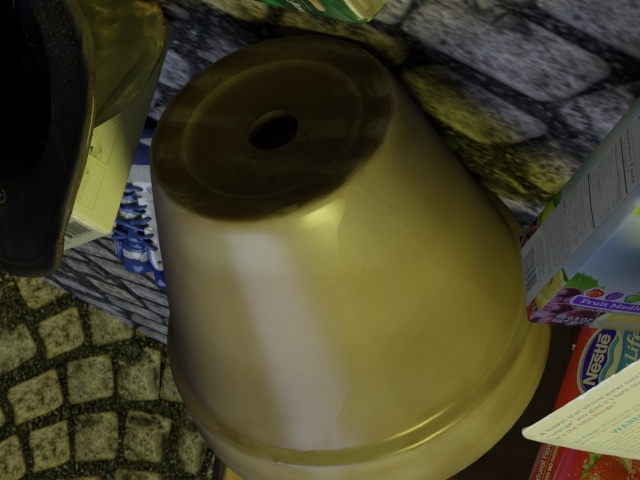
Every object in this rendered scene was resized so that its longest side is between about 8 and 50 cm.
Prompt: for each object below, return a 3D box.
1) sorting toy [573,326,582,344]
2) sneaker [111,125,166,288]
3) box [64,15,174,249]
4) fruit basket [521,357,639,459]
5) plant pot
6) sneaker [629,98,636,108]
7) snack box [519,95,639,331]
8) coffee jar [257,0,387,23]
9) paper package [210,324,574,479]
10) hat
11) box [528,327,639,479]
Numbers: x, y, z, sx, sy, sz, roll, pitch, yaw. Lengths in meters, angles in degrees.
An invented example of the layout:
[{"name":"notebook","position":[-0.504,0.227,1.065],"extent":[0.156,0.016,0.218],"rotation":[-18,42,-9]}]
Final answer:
[{"name":"sorting toy","position":[0.338,0.150,1.392],"extent":[0.041,0.229,0.307],"rotation":[-18,-168,-34]},{"name":"sneaker","position":[-0.179,-0.030,1.660],"extent":[0.112,0.131,0.296],"rotation":[18,165,29]},{"name":"box","position":[-0.211,-0.103,1.218],"extent":[0.103,0.203,0.114],"rotation":[32,149,-33]},{"name":"fruit basket","position":[0.345,0.061,0.886],"extent":[0.353,0.165,0.327],"rotation":[20,138,-34]},{"name":"plant pot","position":[0.000,0.000,1.200],"extent":[0.323,0.323,0.280],"rotation":[15,148,30]},{"name":"sneaker","position":[0.261,-0.034,1.048],"extent":[0.095,0.090,0.235],"rotation":[1,161,17]},{"name":"snack box","position":[0.240,-0.012,0.920],"extent":[0.175,0.070,0.207],"rotation":[5,150,-15]},{"name":"coffee jar","position":[-0.048,-0.190,0.919],"extent":[0.184,0.079,0.096],"rotation":[16,165,29]},{"name":"paper package","position":[0.064,0.154,1.480],"extent":[0.325,0.309,0.168],"rotation":[8,168,-6]},{"name":"hat","position":[-0.188,-0.130,1.022],"extent":[0.134,0.331,0.331],"rotation":[-17,-169,-33]},{"name":"box","position":[0.278,0.123,1.214],"extent":[0.128,0.256,0.123],"rotation":[9,163,45]}]
